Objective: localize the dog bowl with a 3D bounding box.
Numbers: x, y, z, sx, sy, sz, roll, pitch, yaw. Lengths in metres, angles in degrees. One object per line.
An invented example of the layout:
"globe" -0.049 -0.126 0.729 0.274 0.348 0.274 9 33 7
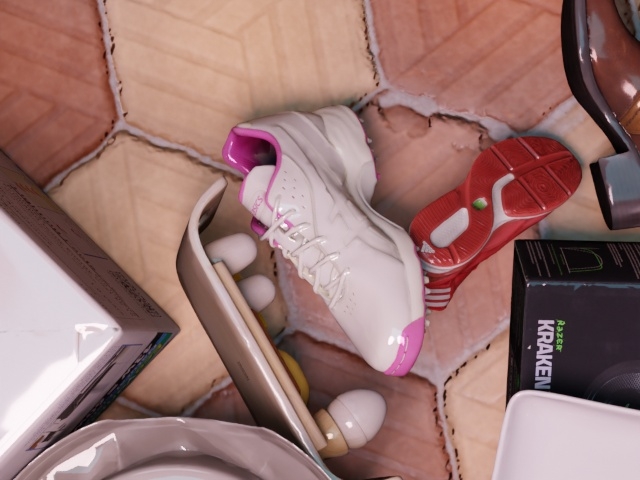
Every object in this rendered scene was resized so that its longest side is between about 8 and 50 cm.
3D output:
"dog bowl" -0.118 0.311 1.483 0.349 0.102 0.348 0 87 2

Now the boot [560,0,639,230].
"boot" 0.381 -0.161 1.674 0.280 0.096 0.264 -14 87 -1

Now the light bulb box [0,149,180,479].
"light bulb box" -0.338 0.036 1.536 0.358 0.361 0.225 44 90 5

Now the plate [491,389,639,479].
"plate" 0.274 0.263 1.558 0.278 0.045 0.277 9 113 -3

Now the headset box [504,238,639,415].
"headset box" 0.314 0.134 1.608 0.283 0.131 0.246 2 107 0

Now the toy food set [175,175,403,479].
"toy food set" -0.031 0.096 1.605 0.092 0.220 0.306 -28 87 -11

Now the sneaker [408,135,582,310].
"sneaker" 0.146 -0.014 1.683 0.221 0.128 0.087 -28 72 -32

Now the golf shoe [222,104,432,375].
"golf shoe" 0.000 0.000 1.592 0.140 0.115 0.306 2 44 -26
